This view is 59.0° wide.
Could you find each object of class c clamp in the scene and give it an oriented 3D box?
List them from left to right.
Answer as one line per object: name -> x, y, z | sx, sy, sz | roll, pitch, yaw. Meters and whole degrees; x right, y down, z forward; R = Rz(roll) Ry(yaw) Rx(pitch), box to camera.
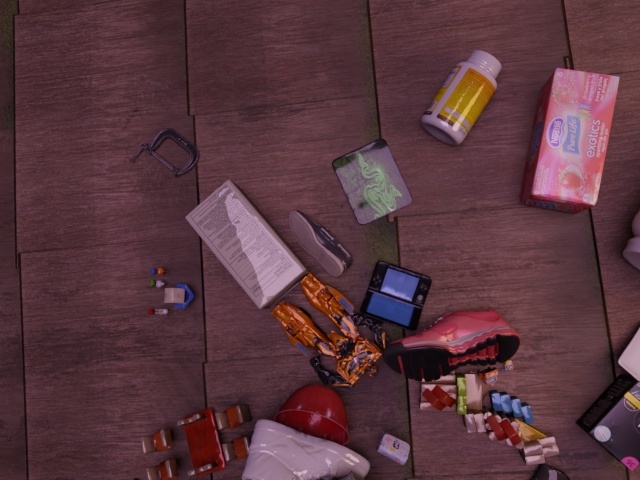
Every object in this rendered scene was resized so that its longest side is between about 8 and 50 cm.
c clamp -> -0.411, -0.228, 1.520 | 0.161, 0.022, 0.137 | 32, 85, 10

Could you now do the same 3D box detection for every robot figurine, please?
robot figurine -> 0.029, 0.229, 1.388 | 0.291, 0.085, 0.211 | 43, 93, 9

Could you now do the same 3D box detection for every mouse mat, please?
mouse mat -> 0.131, -0.151, 1.446 | 0.153, 0.007, 0.189 | -25, 83, 5

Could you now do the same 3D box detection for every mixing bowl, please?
mixing bowl -> -0.011, 0.409, 1.353 | 0.182, 0.181, 0.098 | 11, 47, 8

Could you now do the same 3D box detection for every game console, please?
game console -> 0.184, 0.132, 1.371 | 0.144, 0.085, 0.124 | 19, 104, 8

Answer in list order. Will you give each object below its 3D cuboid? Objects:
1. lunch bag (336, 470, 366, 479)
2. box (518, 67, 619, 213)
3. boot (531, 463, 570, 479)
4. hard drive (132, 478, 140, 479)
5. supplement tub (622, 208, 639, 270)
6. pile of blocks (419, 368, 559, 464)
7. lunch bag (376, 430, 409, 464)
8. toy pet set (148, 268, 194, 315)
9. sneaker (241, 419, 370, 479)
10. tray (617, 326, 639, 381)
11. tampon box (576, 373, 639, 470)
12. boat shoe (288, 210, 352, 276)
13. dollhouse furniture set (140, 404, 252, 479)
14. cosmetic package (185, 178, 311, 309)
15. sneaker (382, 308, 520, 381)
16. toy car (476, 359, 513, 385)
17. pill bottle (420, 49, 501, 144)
lunch bag -> 0.045, 0.660, 1.271 | 0.235, 0.287, 0.169 | -31, 52, 3
box -> 0.573, -0.225, 1.319 | 0.142, 0.154, 0.299 | 11, 88, 8
boot -> 0.565, 0.609, 1.294 | 0.198, 0.077, 0.137 | 30, 85, 8
hard drive -> -0.429, 0.677, 1.443 | 0.135, 0.022, 0.094 | 17, 88, 9
supplement tub -> 0.842, -0.064, 1.226 | 0.241, 0.241, 0.331 | 33, 90, 9
pile of blocks -> 0.393, 0.394, 1.312 | 0.362, 0.112, 0.148 | 24, 89, 8
lunch bag -> 0.174, 0.494, 1.347 | 0.071, 0.083, 0.053 | 25, 89, 10
toy pet set -> -0.388, 0.135, 1.477 | 0.114, 0.065, 0.122 | -5, 80, 42
sneaker -> -0.036, 0.545, 1.309 | 0.293, 0.108, 0.169 | 19, 47, -2
tray -> 0.811, 0.320, 1.287 | 0.270, 0.030, 0.145 | 42, 70, 9
tampon box -> 0.690, 0.406, 1.275 | 0.120, 0.101, 0.161 | 42, 92, 9
boat shoe -> 0.000, 0.000, 1.435 | 0.065, 0.075, 0.206 | -30, 72, -39
dollhouse furniture set -> -0.276, 0.554, 1.401 | 0.262, 0.135, 0.259 | -20, 72, 5
cosmetic package -> -0.176, 0.012, 1.412 | 0.153, 0.129, 0.296 | -39, 81, 2
sneaker -> 0.297, 0.236, 1.334 | 0.314, 0.136, 0.115 | -9, 124, -1
toy car -> 0.420, 0.306, 1.317 | 0.122, 0.060, 0.040 | -13, 80, -27
pill bottle -> 0.347, -0.349, 1.377 | 0.117, 0.117, 0.215 | 33, 91, 9
